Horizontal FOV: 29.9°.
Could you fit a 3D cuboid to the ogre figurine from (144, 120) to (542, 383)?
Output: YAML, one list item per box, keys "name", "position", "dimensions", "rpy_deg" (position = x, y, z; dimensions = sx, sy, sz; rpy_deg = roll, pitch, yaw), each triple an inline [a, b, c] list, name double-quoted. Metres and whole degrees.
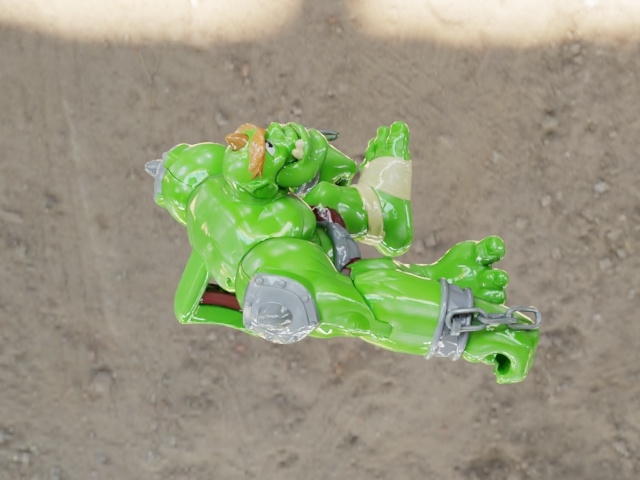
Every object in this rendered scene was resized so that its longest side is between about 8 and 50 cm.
- name: "ogre figurine"
  position: [0.000, 0.000, 0.523]
  dimensions: [0.118, 0.197, 0.097]
  rpy_deg: [1, 137, -30]
